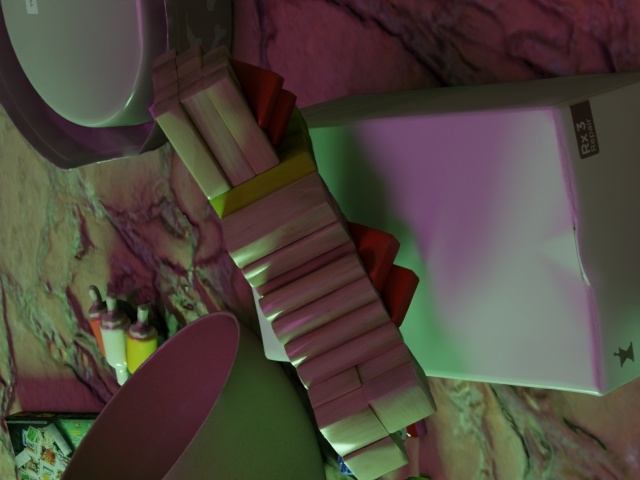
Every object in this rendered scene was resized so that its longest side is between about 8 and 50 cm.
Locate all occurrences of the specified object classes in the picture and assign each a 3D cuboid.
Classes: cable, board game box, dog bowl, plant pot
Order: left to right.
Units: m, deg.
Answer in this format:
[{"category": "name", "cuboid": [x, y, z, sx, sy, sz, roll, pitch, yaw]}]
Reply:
[{"category": "board game box", "cuboid": [-0.287, 0.272, 1.999, 0.260, 0.030, 0.136, -5, 98, 50]}, {"category": "dog bowl", "cuboid": [-0.221, -0.241, 1.660, 0.349, 0.102, 0.349, 21, 119, 43]}, {"category": "cable", "cuboid": [-0.206, 0.180, 1.835, 0.139, 0.072, 0.287, 19, 119, 50]}, {"category": "plant pot", "cuboid": [-0.104, 0.236, 1.623, 0.191, 0.284, 0.284, 39, 145, -19]}]

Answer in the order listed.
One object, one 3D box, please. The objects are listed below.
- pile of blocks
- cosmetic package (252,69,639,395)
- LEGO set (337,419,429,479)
[{"category": "pile of blocks", "cuboid": [0.000, 0.000, 1.278, 0.112, 0.149, 0.362, -26, 96, 8]}, {"category": "cosmetic package", "cuboid": [0.108, -0.011, 1.332, 0.385, 0.156, 0.217, 3, 107, 47]}, {"category": "LEGO set", "cuboid": [0.051, 0.256, 1.549, 0.087, 0.093, 0.227, -5, 101, 50]}]
